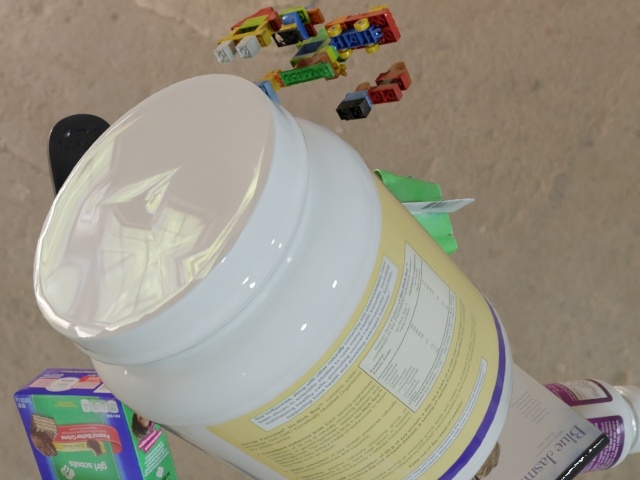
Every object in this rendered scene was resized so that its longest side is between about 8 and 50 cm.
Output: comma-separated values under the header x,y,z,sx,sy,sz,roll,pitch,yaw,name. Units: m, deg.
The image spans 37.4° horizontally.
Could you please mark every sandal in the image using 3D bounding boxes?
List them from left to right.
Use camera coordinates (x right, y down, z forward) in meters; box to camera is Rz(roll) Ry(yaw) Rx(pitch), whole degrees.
x,y,z,sx,sy,sz,roll,pitch,yaw,name
-0.234,-0.007,0.996,0.097,0.054,0.254,-18,96,-23,sandal

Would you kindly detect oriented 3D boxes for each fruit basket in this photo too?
x,y,z,sx,sy,sz,roll,pitch,yaw,name
0.000,0.000,1.381,0.353,0.327,0.165,0,68,-20,fruit basket

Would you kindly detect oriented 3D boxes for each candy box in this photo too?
x,y,z,sx,sy,sz,roll,pitch,yaw,name
-0.439,0.423,1.893,0.268,0.317,0.122,-3,20,27,candy box

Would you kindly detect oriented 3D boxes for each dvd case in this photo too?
x,y,z,sx,sy,sz,roll,pitch,yaw,name
0.292,0.297,1.430,0.180,0.022,0.253,-43,31,-4,dvd case

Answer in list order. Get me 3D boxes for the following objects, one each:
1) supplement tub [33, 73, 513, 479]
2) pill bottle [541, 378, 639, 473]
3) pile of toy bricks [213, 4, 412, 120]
x,y,z,sx,sy,sz,roll,pitch,yaw,name
-0.023,0.056,0.716,0.241,0.331,0.241,-21,48,25,supplement tub
0.458,0.342,1.730,0.302,0.169,0.169,-2,56,-21,pill bottle
0.009,-0.198,0.965,0.212,0.118,0.105,-1,42,38,pile of toy bricks
